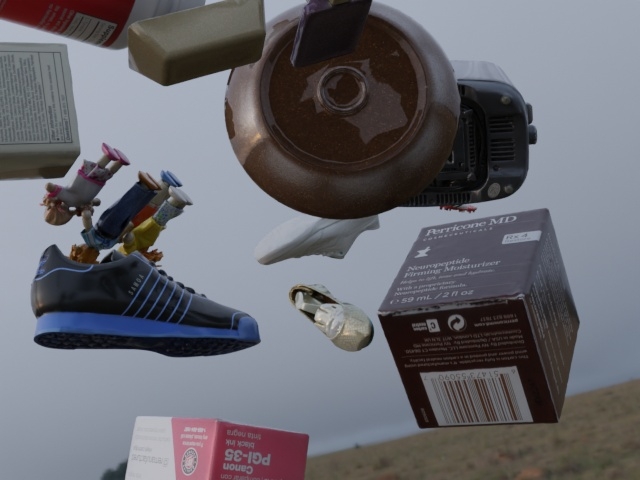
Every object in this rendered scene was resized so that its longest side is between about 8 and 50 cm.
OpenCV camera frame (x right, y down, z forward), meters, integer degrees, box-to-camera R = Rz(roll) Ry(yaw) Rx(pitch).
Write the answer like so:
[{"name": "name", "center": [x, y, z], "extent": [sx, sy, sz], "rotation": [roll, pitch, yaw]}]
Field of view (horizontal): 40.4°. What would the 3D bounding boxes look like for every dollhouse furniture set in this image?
[{"name": "dollhouse furniture set", "center": [-0.041, -0.131, 0.396], "extent": [0.114, 0.081, 0.091], "rotation": [-20, -21, -20]}]

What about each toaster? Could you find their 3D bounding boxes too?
[{"name": "toaster", "center": [0.104, -0.113, 0.893], "extent": [0.227, 0.129, 0.146], "rotation": [-3, 22, 11]}]

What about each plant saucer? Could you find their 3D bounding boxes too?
[{"name": "plant saucer", "center": [0.018, -0.117, 0.712], "extent": [0.199, 0.198, 0.036], "rotation": [-13, -13, -3]}]

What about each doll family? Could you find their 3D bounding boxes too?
[{"name": "doll family", "center": [-0.280, -0.023, 1.234], "extent": [0.163, 0.118, 0.263], "rotation": [-46, -19, 7]}]

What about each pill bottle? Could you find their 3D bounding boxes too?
[{"name": "pill bottle", "center": [-0.403, -0.445, 1.417], "extent": [0.408, 0.228, 0.229], "rotation": [10, -25, -34]}]

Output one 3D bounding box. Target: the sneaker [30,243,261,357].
[{"name": "sneaker", "center": [-0.158, 0.058, 0.829], "extent": [0.232, 0.090, 0.081], "rotation": [11, -26, -38]}]

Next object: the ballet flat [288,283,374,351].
[{"name": "ballet flat", "center": [0.006, 0.093, 1.063], "extent": [0.052, 0.057, 0.168], "rotation": [15, 5, -27]}]

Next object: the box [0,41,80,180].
[{"name": "box", "center": [-0.452, -0.145, 1.009], "extent": [0.311, 0.147, 0.121], "rotation": [-4, -10, -27]}]

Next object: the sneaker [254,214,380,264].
[{"name": "sneaker", "center": [0.000, 0.000, 1.405], "extent": [0.212, 0.094, 0.080], "rotation": [-28, 28, 0]}]

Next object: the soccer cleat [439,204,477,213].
[{"name": "soccer cleat", "center": [0.239, -0.067, 1.500], "extent": [0.083, 0.035, 0.029], "rotation": [5, 4, -30]}]

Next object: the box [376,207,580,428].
[{"name": "box", "center": [0.190, 0.090, 1.008], "extent": [0.169, 0.167, 0.203], "rotation": [-10, 25, 27]}]

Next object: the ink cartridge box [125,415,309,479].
[{"name": "ink cartridge box", "center": [-0.127, 0.334, 0.910], "extent": [0.117, 0.282, 0.207], "rotation": [18, -19, -33]}]
